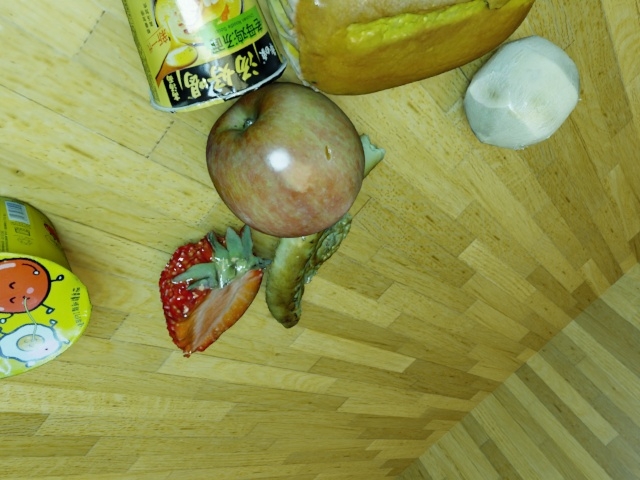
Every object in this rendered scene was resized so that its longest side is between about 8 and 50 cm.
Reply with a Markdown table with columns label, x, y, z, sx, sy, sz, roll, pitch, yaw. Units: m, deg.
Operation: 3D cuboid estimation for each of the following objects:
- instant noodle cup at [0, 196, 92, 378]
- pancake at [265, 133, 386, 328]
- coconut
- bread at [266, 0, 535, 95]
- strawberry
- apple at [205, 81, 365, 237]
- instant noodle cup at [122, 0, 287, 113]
| label | x | y | z | sx | sy | sz | roll | pitch | yaw |
| --- | --- | --- | --- | --- | --- | --- | --- | --- | --- |
| instant noodle cup | -0.367 | 0.043 | 0.515 | 0.182 | 0.144 | 0.182 | -20 | 136 | -20 |
| pancake | 0.003 | 0.003 | 0.754 | 0.197 | 0.054 | 0.376 | -26 | 148 | -52 |
| coconut | 0.306 | -0.220 | 0.722 | 0.162 | 0.161 | 0.161 | -46 | 138 | 14 |
| bread | 0.091 | -0.268 | 0.483 | 0.289 | 0.156 | 0.204 | -17 | 153 | -10 |
| strawberry | -0.174 | 0.081 | 0.725 | 0.175 | 0.098 | 0.228 | -29 | 153 | -33 |
| apple | -0.044 | -0.099 | 0.573 | 0.188 | 0.188 | 0.174 | -41 | 136 | 5 |
| instant noodle cup | -0.121 | -0.214 | 0.457 | 0.152 | 0.151 | 0.122 | -25 | 126 | -13 |
